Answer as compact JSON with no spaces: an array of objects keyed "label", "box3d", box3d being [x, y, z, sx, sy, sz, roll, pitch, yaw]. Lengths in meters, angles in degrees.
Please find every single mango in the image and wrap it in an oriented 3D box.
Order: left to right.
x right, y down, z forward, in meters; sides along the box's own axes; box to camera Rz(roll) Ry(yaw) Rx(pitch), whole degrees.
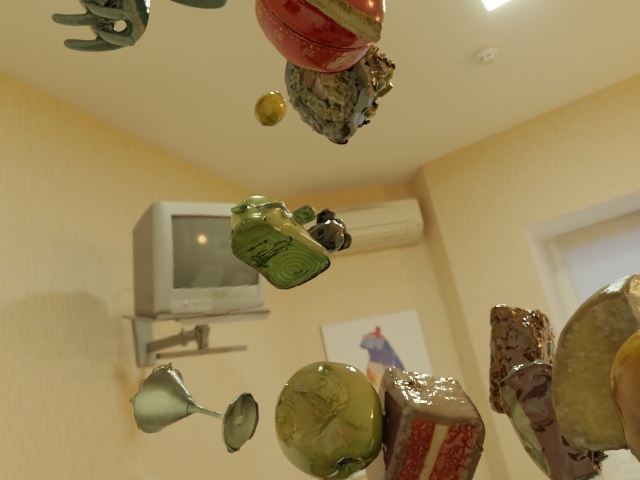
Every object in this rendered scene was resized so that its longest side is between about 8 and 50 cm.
[{"label":"mango","box3d":[0.433,0.196,0.698,0.152,0.221,0.120,-16,19,26]}]

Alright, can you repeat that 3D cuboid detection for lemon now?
[{"label":"lemon","box3d":[-0.098,-0.262,1.170,0.062,0.083,0.062,19,-18,6]}]

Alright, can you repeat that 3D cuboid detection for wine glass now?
[{"label":"wine glass","box3d":[-0.254,0.353,1.228,0.232,0.156,0.156,5,-7,29]}]

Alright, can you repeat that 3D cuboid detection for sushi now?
[{"label":"sushi","box3d":[0.071,-0.559,2.070,0.285,0.329,0.327,-46,-21,-37]}]

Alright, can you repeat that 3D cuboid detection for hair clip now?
[{"label":"hair clip","box3d":[-0.425,-0.558,1.170,0.392,0.238,0.318,12,-35,11]}]

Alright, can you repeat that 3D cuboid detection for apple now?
[{"label":"apple","box3d":[0.022,0.434,1.408,0.279,0.279,0.279,-11,-16,-3]}]

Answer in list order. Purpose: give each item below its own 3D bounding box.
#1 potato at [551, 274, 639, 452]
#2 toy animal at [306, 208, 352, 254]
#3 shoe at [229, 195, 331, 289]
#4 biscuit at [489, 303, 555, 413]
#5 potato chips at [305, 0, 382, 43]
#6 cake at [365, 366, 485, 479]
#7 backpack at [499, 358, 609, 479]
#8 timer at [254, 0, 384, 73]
[{"label":"potato","box3d":[0.466,0.175,0.947,0.189,0.264,0.211,-22,8,45]},{"label":"toy animal","box3d":[0.003,0.004,1.477,0.146,0.114,0.245,-36,15,4]},{"label":"shoe","box3d":[-0.072,0.001,1.139,0.140,0.128,0.262,-20,-29,26]},{"label":"biscuit","box3d":[0.665,0.394,1.912,0.166,0.342,0.395,0,-11,29]},{"label":"potato chips","box3d":[-0.030,-0.592,1.385,0.407,0.057,0.080,30,5,-10]},{"label":"cake","box3d":[0.246,0.502,1.461,0.237,0.308,0.230,11,15,-6]},{"label":"backpack","box3d":[0.567,0.428,1.410,0.197,0.283,0.317,-25,-23,18]},{"label":"timer","box3d":[0.001,-0.683,1.719,0.378,0.377,0.279,-4,-29,-25]}]
